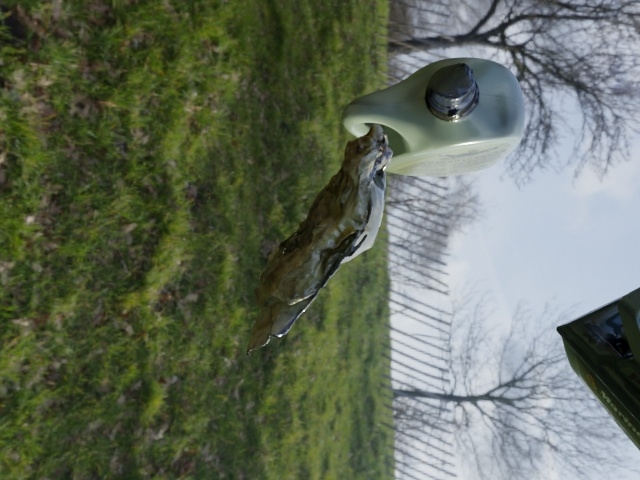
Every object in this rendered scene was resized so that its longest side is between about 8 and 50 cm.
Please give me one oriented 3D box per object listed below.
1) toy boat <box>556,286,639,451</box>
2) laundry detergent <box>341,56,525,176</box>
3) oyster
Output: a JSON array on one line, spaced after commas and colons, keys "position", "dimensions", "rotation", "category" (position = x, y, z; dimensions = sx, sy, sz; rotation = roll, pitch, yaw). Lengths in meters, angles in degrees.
[{"position": [0.216, 0.099, 0.253], "dimensions": [0.246, 0.093, 0.103], "rotation": [-120, -171, -51], "category": "toy boat"}, {"position": [0.137, -0.147, 0.684], "dimensions": [0.280, 0.215, 0.105], "rotation": [5, 84, -76], "category": "laundry detergent"}, {"position": [0.002, 0.001, 0.378], "dimensions": [0.165, 0.053, 0.108], "rotation": [-49, 171, 14], "category": "oyster"}]
